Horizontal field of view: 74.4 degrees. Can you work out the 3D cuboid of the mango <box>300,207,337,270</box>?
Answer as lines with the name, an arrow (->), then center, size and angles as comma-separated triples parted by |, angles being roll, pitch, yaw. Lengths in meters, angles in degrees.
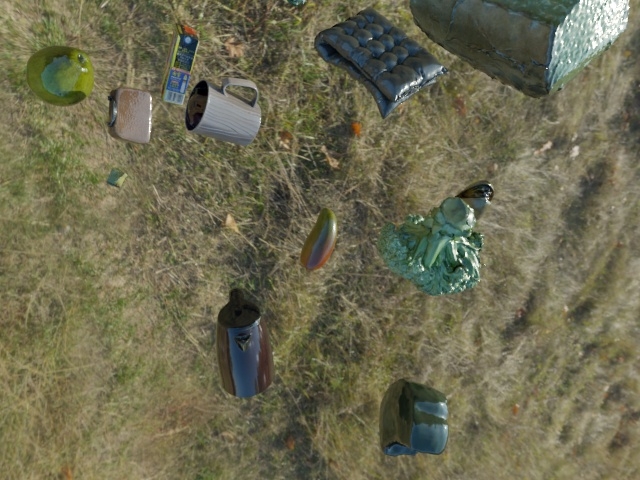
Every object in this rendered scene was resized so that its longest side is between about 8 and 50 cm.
mango -> 0.000, 0.003, 1.893 | 0.129, 0.146, 0.289 | 18, 109, -16

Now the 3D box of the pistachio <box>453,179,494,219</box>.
pistachio -> 0.531, -0.139, 1.468 | 0.206, 0.131, 0.130 | 69, 28, -74

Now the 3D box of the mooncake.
mooncake -> 0.183, 0.365, 0.835 | 0.104, 0.175, 0.168 | 20, 90, -7

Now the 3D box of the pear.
pear -> -0.942, -0.596, 1.533 | 0.212, 0.269, 0.212 | 39, 44, -51

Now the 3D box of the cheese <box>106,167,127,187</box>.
cheese -> -0.702, -0.214, 1.467 | 0.041, 0.084, 0.060 | 33, 77, -48

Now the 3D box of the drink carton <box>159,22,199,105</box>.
drink carton -> -0.334, -0.414, 0.999 | 0.056, 0.071, 0.166 | 4, 132, -35

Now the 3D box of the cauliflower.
cauliflower -> 0.302, 0.006, 1.068 | 0.275, 0.272, 0.250 | -40, 161, -45

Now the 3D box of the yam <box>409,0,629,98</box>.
yam -> 0.294, -0.349, 0.636 | 0.202, 0.271, 0.201 | -46, 148, 4

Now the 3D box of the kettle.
kettle -> -0.193, 0.246, 1.068 | 0.144, 0.202, 0.232 | -4, 125, -9

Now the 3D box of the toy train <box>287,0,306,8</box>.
toy train -> -0.050, -0.818, 1.191 | 0.202, 0.120, 0.301 | 42, 71, -17

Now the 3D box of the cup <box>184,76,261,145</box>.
cup -> -0.404, -0.562, 1.790 | 0.273, 0.208, 0.288 | 10, 111, -40

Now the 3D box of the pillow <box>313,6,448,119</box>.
pillow -> 0.162, -0.514, 1.186 | 0.228, 0.326, 0.101 | -37, 166, -23

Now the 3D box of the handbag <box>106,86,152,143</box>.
handbag -> -0.694, -0.457, 1.532 | 0.151, 0.072, 0.193 | 3, 97, -49
